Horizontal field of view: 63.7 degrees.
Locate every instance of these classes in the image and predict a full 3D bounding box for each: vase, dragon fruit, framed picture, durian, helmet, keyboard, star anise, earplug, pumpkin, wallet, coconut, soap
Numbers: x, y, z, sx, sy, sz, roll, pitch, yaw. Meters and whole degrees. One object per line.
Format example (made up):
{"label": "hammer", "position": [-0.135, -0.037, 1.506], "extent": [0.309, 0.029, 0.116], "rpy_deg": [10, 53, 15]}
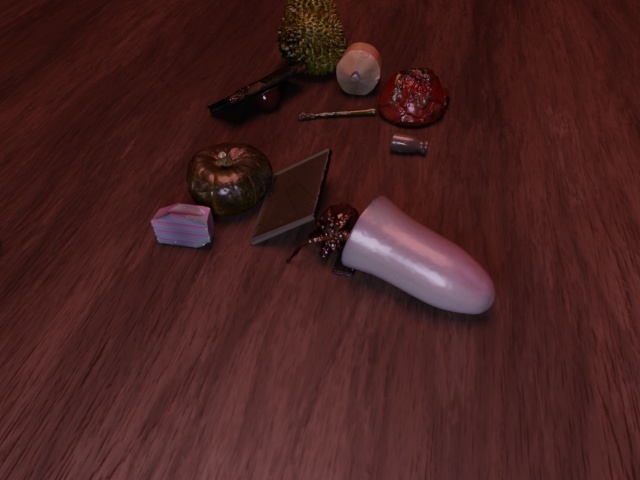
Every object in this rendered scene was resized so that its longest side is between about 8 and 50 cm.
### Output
{"label": "vase", "position": [0.248, -0.269, 1.435], "extent": [0.100, 0.053, 0.053], "rpy_deg": [12, 47, 9]}
{"label": "dragon fruit", "position": [0.283, -0.462, 1.555], "extent": [0.223, 0.148, 0.219], "rpy_deg": [-17, 45, -12]}
{"label": "framed picture", "position": [-0.068, -0.114, 1.262], "extent": [0.192, 0.018, 0.266], "rpy_deg": [-20, 37, 30]}
{"label": "durian", "position": [-0.036, -0.694, 1.748], "extent": [0.224, 0.291, 0.291], "rpy_deg": [-30, 49, -10]}
{"label": "helmet", "position": [-0.157, -0.448, 1.638], "extent": [0.111, 0.057, 0.089], "rpy_deg": [-35, 13, -31]}
{"label": "helmet", "position": [0.038, -0.040, 1.199], "extent": [0.123, 0.071, 0.098], "rpy_deg": [-32, 43, -18]}
{"label": "keyboard", "position": [0.070, 0.021, 1.187], "extent": [0.053, 0.010, 0.155], "rpy_deg": [10, 47, 15]}
{"label": "star anise", "position": [0.000, 0.000, 1.143], "extent": [0.097, 0.190, 0.070], "rpy_deg": [50, 29, -4]}
{"label": "earplug", "position": [0.214, 0.050, 1.049], "extent": [0.301, 0.172, 0.172], "rpy_deg": [30, 54, 19]}
{"label": "pumpkin", "position": [-0.238, -0.165, 1.293], "extent": [0.218, 0.162, 0.219], "rpy_deg": [-1, 49, 1]}
{"label": "wallet", "position": [-0.200, -0.490, 1.651], "extent": [0.317, 0.044, 0.168], "rpy_deg": [-38, 23, -30]}
{"label": "coconut", "position": [0.125, -0.553, 1.664], "extent": [0.146, 0.147, 0.153], "rpy_deg": [5, 40, 9]}
{"label": "soap", "position": [-0.318, -0.037, 1.211], "extent": [0.148, 0.100, 0.056], "rpy_deg": [6, 46, 12]}

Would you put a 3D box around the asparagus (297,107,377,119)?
{"label": "asparagus", "position": [0.052, -0.391, 1.591], "extent": [0.248, 0.025, 0.025], "rpy_deg": [-3, 60, 0]}
